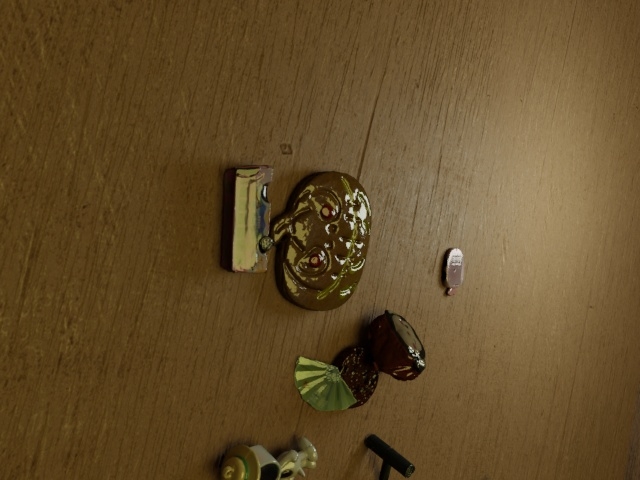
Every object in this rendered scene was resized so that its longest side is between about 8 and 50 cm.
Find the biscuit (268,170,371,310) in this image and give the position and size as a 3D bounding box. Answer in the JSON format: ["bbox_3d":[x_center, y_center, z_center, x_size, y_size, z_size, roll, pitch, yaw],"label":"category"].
[{"bbox_3d":[0.005,0.001,1.775,0.350,0.070,0.395,7,90,-40],"label":"biscuit"}]

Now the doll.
[{"bbox_3d":[-0.136,0.589,1.685,0.271,0.144,0.208,-30,133,-30],"label":"doll"}]

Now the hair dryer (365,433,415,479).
[{"bbox_3d":[0.215,0.715,1.968,0.050,0.173,0.195,-24,124,-31],"label":"hair dryer"}]

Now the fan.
[{"bbox_3d":[0.010,0.417,1.825,0.240,0.009,0.131,41,84,-22],"label":"fan"}]

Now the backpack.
[{"bbox_3d":[0.234,0.329,1.927,0.139,0.229,0.229,-34,123,13],"label":"backpack"}]

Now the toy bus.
[{"bbox_3d":[-0.182,-0.055,1.605,0.112,0.090,0.274,1,92,-34],"label":"toy bus"}]

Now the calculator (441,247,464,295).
[{"bbox_3d":[0.455,0.107,2.185,0.103,0.024,0.166,1,92,-40],"label":"calculator"}]

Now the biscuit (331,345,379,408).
[{"bbox_3d":[0.103,0.408,1.908,0.192,0.049,0.192,-7,103,-33],"label":"biscuit"}]
